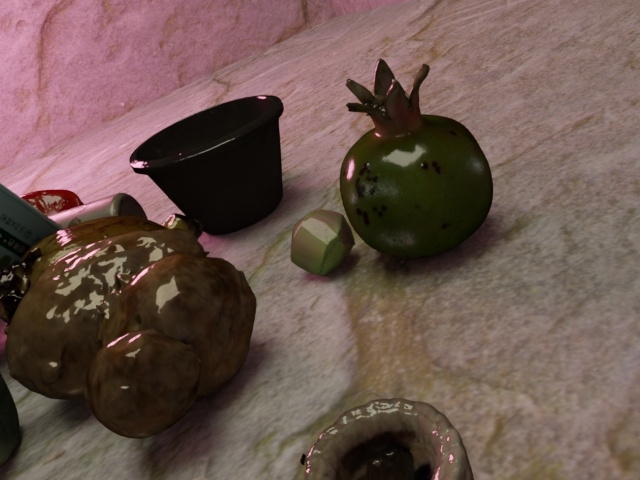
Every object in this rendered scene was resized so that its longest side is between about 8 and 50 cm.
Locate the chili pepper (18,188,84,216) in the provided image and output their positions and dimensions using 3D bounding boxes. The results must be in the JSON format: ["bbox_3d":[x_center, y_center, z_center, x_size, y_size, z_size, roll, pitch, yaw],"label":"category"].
[{"bbox_3d":[-0.517,-0.033,1.290,0.338,0.131,0.134,-23,51,-21],"label":"chili pepper"}]

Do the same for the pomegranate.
[{"bbox_3d":[0.100,-0.090,0.761,0.181,0.224,0.181,-13,31,8],"label":"pomegranate"}]

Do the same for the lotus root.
[{"bbox_3d":[-0.292,0.045,0.908,0.314,0.142,0.169,-24,24,-30],"label":"lotus root"}]

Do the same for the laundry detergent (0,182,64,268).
[{"bbox_3d":[-0.564,0.023,0.933,0.305,0.287,0.287,-55,32,-12],"label":"laundry detergent"}]

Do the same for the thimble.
[{"bbox_3d":[0.046,0.165,0.412,0.102,0.090,0.115,-3,27,29],"label":"thimble"}]

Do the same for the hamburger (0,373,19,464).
[{"bbox_3d":[-0.365,0.174,0.688,0.062,0.140,0.133,-23,57,-5],"label":"hamburger"}]

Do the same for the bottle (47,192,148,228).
[{"bbox_3d":[-0.420,0.008,1.126,0.253,0.120,0.120,-16,23,13],"label":"bottle"}]

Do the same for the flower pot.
[{"bbox_3d":[-0.161,-0.117,1.111,0.268,0.166,0.269,-18,24,8],"label":"flower pot"}]

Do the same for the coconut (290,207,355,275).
[{"bbox_3d":[0.000,0.000,0.834,0.081,0.082,0.083,27,90,29],"label":"coconut"}]

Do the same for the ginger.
[{"bbox_3d":[-0.184,0.087,0.696,0.244,0.155,0.304,-34,25,-32],"label":"ginger"}]
